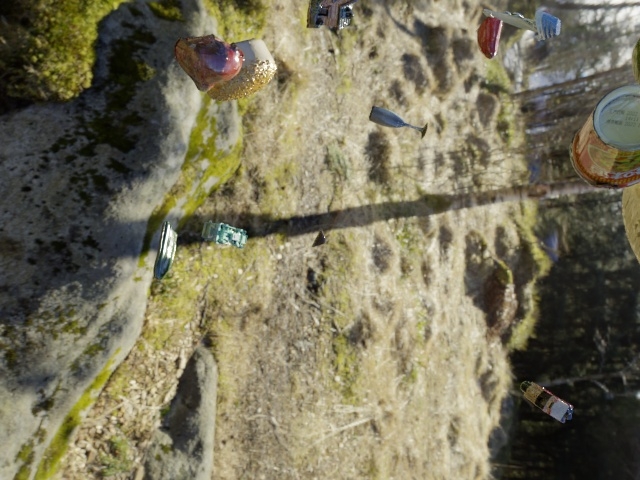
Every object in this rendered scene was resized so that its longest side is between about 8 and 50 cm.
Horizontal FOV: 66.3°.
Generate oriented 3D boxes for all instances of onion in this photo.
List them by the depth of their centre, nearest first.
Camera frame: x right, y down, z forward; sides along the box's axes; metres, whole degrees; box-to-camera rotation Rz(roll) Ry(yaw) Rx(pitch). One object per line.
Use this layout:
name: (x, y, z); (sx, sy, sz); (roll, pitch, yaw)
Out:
onion: (-0.293, -0.465, 1.291); (0.184, 0.183, 0.147); (-42, 149, -54)

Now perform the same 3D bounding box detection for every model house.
model house: (0.050, -0.758, 1.523); (0.183, 0.172, 0.167); (106, -14, -57)

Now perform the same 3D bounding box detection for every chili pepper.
chili pepper: (0.506, -0.591, 1.459); (0.064, 0.088, 0.169); (21, 52, -9)

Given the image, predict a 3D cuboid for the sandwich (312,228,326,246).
sandwich: (0.000, 0.000, 1.941); (0.044, 0.031, 0.083); (33, 74, -16)

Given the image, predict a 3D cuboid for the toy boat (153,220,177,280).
toy boat: (-0.525, 0.037, 1.659); (0.104, 0.052, 0.211); (88, 5, -64)

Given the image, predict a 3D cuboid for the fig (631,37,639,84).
fig: (0.767, -0.425, 1.059); (0.233, 0.167, 0.167); (46, 46, -49)

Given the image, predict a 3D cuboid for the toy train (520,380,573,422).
toy train: (0.543, 0.387, 1.189); (0.087, 0.138, 0.050); (32, 90, -16)

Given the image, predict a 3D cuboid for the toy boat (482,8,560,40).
toy boat: (0.383, -0.405, 0.926); (0.105, 0.149, 0.034); (13, 99, -40)

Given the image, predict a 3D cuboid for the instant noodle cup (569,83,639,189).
instant noodle cup: (0.629, -0.219, 1.021); (0.212, 0.192, 0.193); (15, 70, -65)

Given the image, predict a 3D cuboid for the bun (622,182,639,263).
bun: (0.893, -0.018, 1.178); (0.365, 0.219, 0.366); (-15, 90, -74)

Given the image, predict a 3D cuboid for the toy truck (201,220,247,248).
toy truck: (-0.303, -0.019, 1.558); (0.175, 0.081, 0.067); (17, 86, -66)

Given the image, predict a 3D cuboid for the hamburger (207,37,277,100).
hamburger: (-0.297, -0.610, 1.780); (0.275, 0.294, 0.179); (-26, 107, -16)

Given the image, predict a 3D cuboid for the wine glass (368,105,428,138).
wine glass: (0.262, -0.401, 1.663); (0.066, 0.197, 0.066); (-163, -90, -85)
